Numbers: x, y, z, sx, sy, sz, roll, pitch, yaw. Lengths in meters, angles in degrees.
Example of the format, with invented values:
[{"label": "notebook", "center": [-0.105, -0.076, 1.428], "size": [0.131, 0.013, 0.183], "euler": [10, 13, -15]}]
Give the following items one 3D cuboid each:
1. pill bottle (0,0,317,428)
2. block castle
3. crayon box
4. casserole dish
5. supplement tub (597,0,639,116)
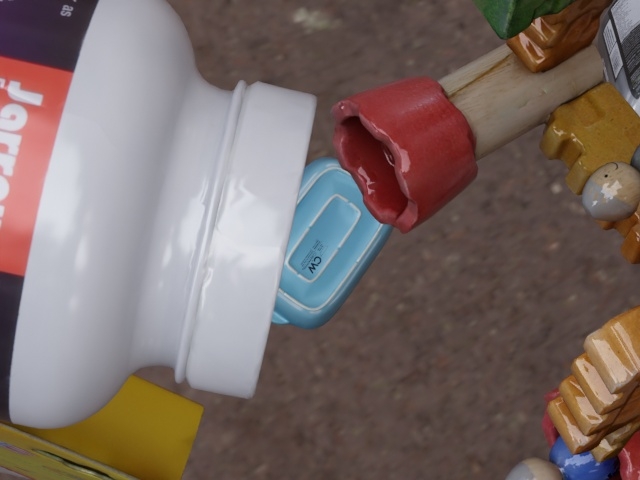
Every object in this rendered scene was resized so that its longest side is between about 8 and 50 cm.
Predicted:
[{"label": "pill bottle", "center": [-0.171, -0.031, 0.773], "size": [0.323, 0.181, 0.181], "euler": [12, 117, -1]}, {"label": "block castle", "center": [0.143, -0.060, 0.935], "size": [0.303, 0.213, 0.453], "euler": [54, 161, 19]}, {"label": "crayon box", "center": [-0.226, 0.108, 1.349], "size": [0.318, 0.202, 0.081], "euler": [5, 71, 47]}, {"label": "casserole dish", "center": [0.000, 0.000, 1.956], "size": [0.114, 0.188, 0.037], "euler": [37, 168, -4]}, {"label": "supplement tub", "center": [0.260, -0.120, 1.394], "size": [0.117, 0.190, 0.117], "euler": [1, 120, 1]}]
